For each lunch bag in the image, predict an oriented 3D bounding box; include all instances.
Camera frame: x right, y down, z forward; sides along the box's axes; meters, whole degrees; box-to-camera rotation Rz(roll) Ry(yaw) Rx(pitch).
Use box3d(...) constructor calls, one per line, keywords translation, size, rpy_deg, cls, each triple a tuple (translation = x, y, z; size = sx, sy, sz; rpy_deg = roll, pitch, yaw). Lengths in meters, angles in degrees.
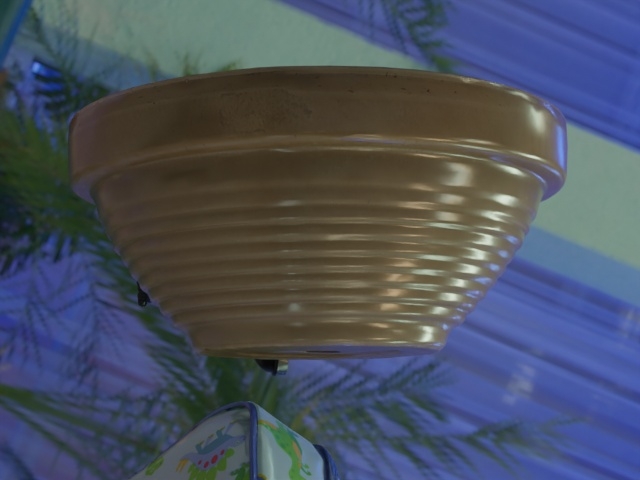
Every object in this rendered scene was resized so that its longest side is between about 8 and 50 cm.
box3d(translation=(-0.085, 0.217, 0.740), size=(0.219, 0.090, 0.176), rpy_deg=(-40, -151, 23), cls="lunch bag")

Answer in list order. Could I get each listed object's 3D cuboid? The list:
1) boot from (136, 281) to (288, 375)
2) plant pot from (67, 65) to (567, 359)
box3d(translation=(-0.069, 0.029, 0.801), size=(0.045, 0.099, 0.121), rpy_deg=(-141, -130, -77), cls="boot")
box3d(translation=(0.000, 0.000, 0.594), size=(0.237, 0.237, 0.110), rpy_deg=(130, -41, -79), cls="plant pot")
